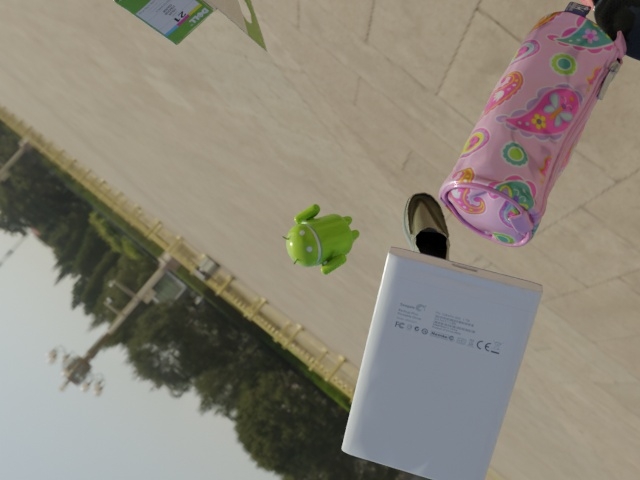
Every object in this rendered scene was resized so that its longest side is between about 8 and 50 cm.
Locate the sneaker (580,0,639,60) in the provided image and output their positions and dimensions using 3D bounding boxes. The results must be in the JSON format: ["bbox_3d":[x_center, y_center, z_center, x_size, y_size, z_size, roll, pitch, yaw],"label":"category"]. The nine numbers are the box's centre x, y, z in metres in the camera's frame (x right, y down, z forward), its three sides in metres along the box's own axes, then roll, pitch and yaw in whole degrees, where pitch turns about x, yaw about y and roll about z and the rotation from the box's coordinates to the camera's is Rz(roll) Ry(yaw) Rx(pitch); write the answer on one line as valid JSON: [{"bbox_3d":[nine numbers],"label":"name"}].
[{"bbox_3d":[0.367,-0.344,0.949,0.314,0.136,0.116,38,135,7],"label":"sneaker"}]

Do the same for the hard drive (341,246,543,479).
[{"bbox_3d":[0.164,0.185,1.067,0.210,0.318,0.040,15,-161,9],"label":"hard drive"}]

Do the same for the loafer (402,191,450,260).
[{"bbox_3d":[0.224,-0.007,1.519,0.087,0.095,0.251,101,166,-52],"label":"loafer"}]

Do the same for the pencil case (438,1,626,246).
[{"bbox_3d":[0.248,-0.134,0.870,0.124,0.284,0.124,29,160,12],"label":"pencil case"}]

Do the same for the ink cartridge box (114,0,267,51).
[{"bbox_3d":[-0.217,-0.403,1.234,0.255,0.097,0.188,30,-146,-47],"label":"ink cartridge box"}]

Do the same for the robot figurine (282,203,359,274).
[{"bbox_3d":[0.000,0.000,1.105,0.101,0.115,0.067,64,147,14],"label":"robot figurine"}]
